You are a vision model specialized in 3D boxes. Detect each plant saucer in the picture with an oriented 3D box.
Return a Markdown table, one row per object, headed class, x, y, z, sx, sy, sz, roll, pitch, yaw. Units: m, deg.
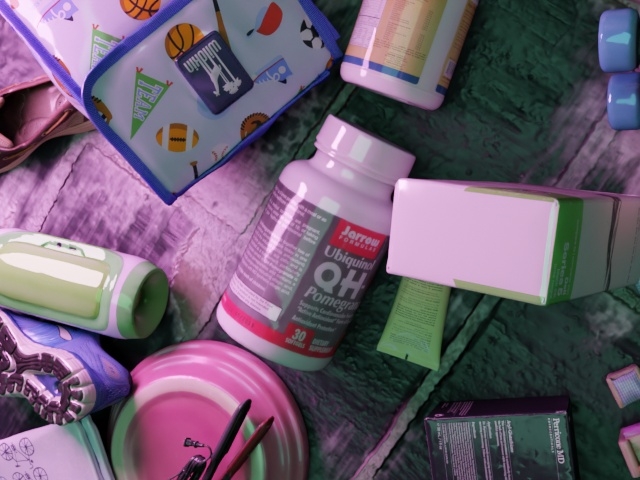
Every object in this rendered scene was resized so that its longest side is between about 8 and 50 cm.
| class | x | y | z | sx | sy | sz | roll | pitch | yaw |
| --- | --- | --- | --- | --- | --- | --- | --- | --- | --- |
| plant saucer | -0.184 | 0.319 | 1.268 | 0.332 | 0.084 | 0.332 | 1 | 94 | 17 |

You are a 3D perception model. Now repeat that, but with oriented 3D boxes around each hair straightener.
| class | x | y | z | sx | sy | sz | roll | pitch | yaw |
| --- | --- | --- | --- | --- | --- | --- | --- | --- | --- |
| hair straightener | -0.159 | 0.313 | 1.199 | 0.089 | 0.047 | 0.230 | 37 | 107 | 13 |

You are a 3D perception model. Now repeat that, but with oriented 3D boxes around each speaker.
| class | x | y | z | sx | sy | sz | roll | pitch | yaw |
| --- | --- | --- | --- | --- | --- | --- | --- | --- | --- |
| speaker | -0.389 | 0.063 | 1.298 | 0.296 | 0.131 | 0.131 | 12 | 97 | 17 |

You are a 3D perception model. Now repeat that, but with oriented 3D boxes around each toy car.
| class | x | y | z | sx | sy | sz | roll | pitch | yaw |
| --- | --- | --- | --- | --- | --- | --- | --- | --- | --- |
| toy car | 0.425 | -0.130 | 0.942 | 0.219 | 0.210 | 0.238 | 1 | 59 | 26 |

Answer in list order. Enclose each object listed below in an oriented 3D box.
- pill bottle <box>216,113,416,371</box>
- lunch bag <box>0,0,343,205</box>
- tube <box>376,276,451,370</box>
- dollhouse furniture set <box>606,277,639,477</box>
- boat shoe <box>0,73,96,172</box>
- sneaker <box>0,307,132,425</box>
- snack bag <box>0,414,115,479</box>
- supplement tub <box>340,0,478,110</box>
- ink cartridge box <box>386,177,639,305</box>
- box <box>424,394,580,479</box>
| class | x | y | z | sx | sy | sz | roll | pitch | yaw |
| --- | --- | --- | --- | --- | --- | --- | --- | --- | --- |
| pill bottle | 0.000 | 0.000 | 1.142 | 0.176 | 0.176 | 0.318 | 29 | 101 | 14 |
| lunch bag | -0.206 | -0.285 | 1.131 | 0.328 | 0.239 | 0.385 | -40 | 85 | -4 |
| tube | 0.146 | 0.055 | 1.165 | 0.070 | 0.062 | 0.240 | 32 | 113 | 58 |
| dollhouse furniture set | 0.447 | 0.106 | 0.993 | 0.286 | 0.198 | 0.303 | -24 | 85 | 17 |
| boat shoe | -0.488 | -0.185 | 1.316 | 0.342 | 0.123 | 0.123 | -14 | 88 | 18 |
| sneaker | -0.418 | 0.190 | 1.315 | 0.330 | 0.147 | 0.129 | 21 | 101 | 36 |
| snack bag | -0.415 | 0.462 | 1.333 | 0.323 | 0.037 | 0.342 | -21 | 89 | 32 |
| supplement tub | 0.121 | -0.284 | 1.104 | 0.144 | 0.144 | 0.199 | 22 | 99 | 16 |
| ink cartridge box | 0.239 | -0.007 | 0.990 | 0.198 | 0.273 | 0.114 | 11 | 99 | 39 |
| box | 0.252 | 0.347 | 1.119 | 0.184 | 0.103 | 0.261 | -6 | 91 | 21 |
